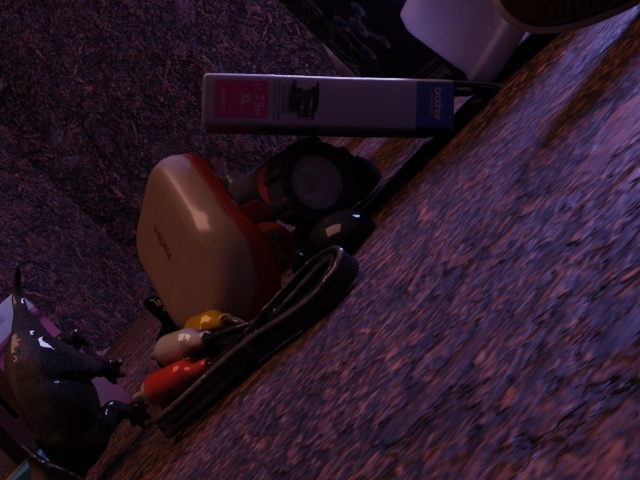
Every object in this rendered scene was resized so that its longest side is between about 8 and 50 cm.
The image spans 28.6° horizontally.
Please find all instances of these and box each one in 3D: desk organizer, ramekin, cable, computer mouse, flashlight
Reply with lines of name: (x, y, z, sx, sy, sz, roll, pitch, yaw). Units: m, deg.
desk organizer: (-0.409, 0.221, 1.612, 0.050, 0.130, 0.047, -46, 4, -41)
ramekin: (0.190, -0.315, 1.382, 0.272, 0.127, 0.273, -64, 0, 1)
cable: (-0.082, 0.087, 1.124, 0.287, 0.072, 0.139, -39, 14, 49)
computer mouse: (0.000, 0.000, 1.316, 0.071, 0.041, 0.242, -47, 5, -14)
flashlight: (-0.051, -0.045, 1.484, 0.304, 0.103, 0.103, 156, 129, -68)

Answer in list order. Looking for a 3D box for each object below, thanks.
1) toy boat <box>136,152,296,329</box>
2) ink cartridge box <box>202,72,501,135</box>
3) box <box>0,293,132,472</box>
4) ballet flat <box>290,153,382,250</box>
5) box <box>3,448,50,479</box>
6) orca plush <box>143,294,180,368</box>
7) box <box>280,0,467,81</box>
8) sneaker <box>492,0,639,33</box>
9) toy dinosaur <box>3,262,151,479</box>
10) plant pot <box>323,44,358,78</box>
toy boat: (-0.095, 0.010, 1.338, 0.231, 0.151, 0.151, 53, 135, 49)
ink cartridge box: (0.027, -0.144, 1.371, 0.311, 0.065, 0.186, -1, 2, -4)
box: (-0.401, 0.210, 1.728, 0.127, 0.232, 0.148, -43, 6, 28)
ballet flat: (0.009, -0.044, 1.512, 0.173, 0.049, 0.057, -43, 7, 36)
box: (-0.388, 0.334, 1.627, 0.244, 0.060, 0.100, -41, 7, 33)
orca plush: (-0.157, 0.090, 1.487, 0.151, 0.102, 0.287, -46, 5, -9)
box: (0.084, -0.399, 1.759, 0.212, 0.395, 0.293, -48, 5, -14)
sneaker: (0.258, -0.256, 1.037, 0.290, 0.106, 0.123, -35, 0, -7)
toy dinosaur: (-0.286, 0.166, 1.382, 0.121, 0.313, 0.160, -15, -7, 22)
plant pot: (0.149, -0.406, 2.308, 0.274, 0.256, 0.256, -28, 9, 10)
